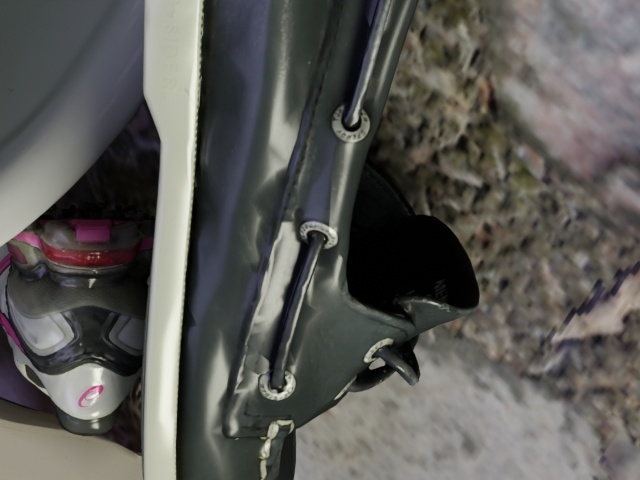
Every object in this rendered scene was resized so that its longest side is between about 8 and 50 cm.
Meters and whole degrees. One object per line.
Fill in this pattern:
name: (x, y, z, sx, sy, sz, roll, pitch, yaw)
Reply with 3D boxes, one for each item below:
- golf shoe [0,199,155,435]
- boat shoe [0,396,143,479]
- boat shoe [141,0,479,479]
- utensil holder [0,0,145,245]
golf shoe: (-0.101, 0.026, 0.721, 0.186, 0.067, 0.086, -151, 63, -81)
boat shoe: (-0.190, 0.107, 0.783, 0.158, 0.127, 0.340, 13, 161, 38)
boat shoe: (0.000, -0.003, 0.631, 0.113, 0.127, 0.340, 4, 117, 2)
utensil holder: (-0.263, -0.194, 0.619, 0.385, 0.327, 0.328, 30, 132, 34)
